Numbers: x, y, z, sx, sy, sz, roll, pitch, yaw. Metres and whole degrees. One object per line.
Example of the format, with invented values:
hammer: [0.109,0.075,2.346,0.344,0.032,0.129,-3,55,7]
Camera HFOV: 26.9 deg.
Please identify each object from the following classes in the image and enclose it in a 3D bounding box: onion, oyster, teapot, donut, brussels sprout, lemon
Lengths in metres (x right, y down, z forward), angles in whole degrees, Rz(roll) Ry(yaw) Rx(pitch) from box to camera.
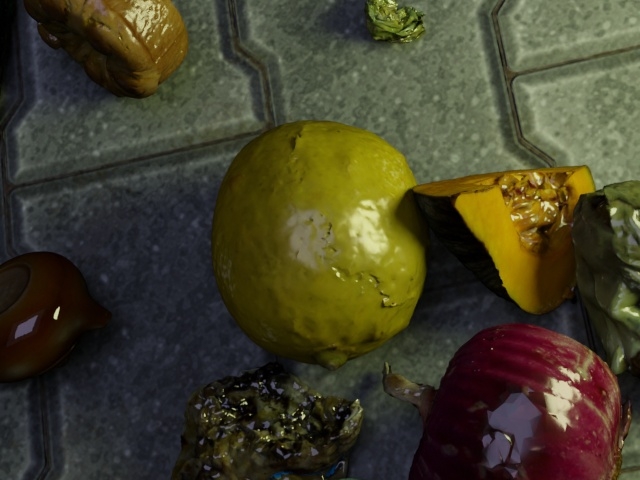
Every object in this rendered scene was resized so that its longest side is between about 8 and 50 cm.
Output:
onion: [0.196,0.222,1.402,0.272,0.230,0.256,-4,72,6]
oyster: [-0.074,0.249,1.535,0.214,0.083,0.223,21,84,21]
teapot: [-0.369,0.112,1.629,0.252,0.135,0.178,-19,33,25]
donut: [-0.269,-0.274,1.674,0.226,0.226,0.114,34,74,21]
brussels sprout: [0.092,-0.278,1.681,0.085,0.058,0.085,5,43,-4]
lemon: [0.000,-0.002,1.505,0.260,0.260,0.284,13,62,17]

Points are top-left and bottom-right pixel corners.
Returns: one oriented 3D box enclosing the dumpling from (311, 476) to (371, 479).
dumpling: [-0.007,0.328,1.446,0.216,0.149,0.105,-44,60,6]

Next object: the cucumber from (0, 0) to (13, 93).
cucumber: [-0.456,-0.252,1.789,0.074,0.074,0.241,0,71,13]

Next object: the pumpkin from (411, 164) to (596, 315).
pumpkin: [0.194,0.006,1.493,0.111,0.278,0.163,5,102,43]

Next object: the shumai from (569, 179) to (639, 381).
shumai: [0.383,0.059,1.460,0.255,0.189,0.218,18,98,10]
